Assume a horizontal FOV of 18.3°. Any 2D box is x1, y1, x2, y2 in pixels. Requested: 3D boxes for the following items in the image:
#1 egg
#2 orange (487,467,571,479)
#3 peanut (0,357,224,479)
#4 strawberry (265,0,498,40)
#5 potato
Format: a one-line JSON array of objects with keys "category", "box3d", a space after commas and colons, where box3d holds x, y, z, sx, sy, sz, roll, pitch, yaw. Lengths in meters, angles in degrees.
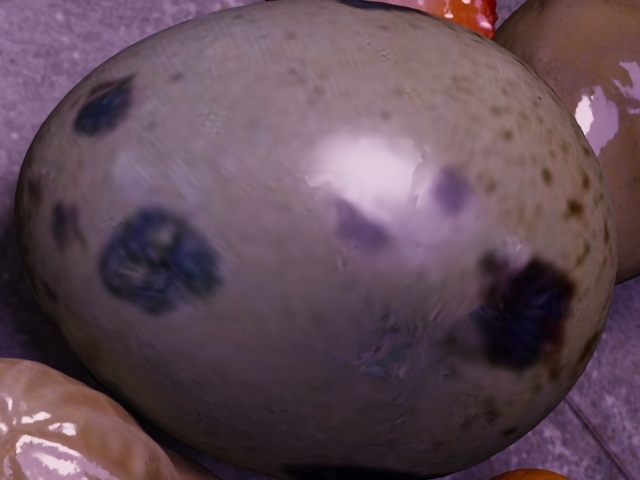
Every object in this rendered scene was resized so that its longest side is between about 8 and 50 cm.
[{"category": "egg", "box3d": [0.000, 0.000, 1.392, 0.428, 0.345, 0.345, 9, 70, -22]}, {"category": "orange", "box3d": [0.171, 0.245, 1.559, 0.136, 0.117, 0.135, 5, 78, -28]}, {"category": "peanut", "box3d": [-0.146, 0.189, 1.340, 0.313, 0.152, 0.152, 42, 56, -37]}, {"category": "strawberry", "box3d": [0.043, -0.138, 1.613, 0.190, 0.111, 0.236, 4, 95, -2]}, {"category": "potato", "box3d": [0.252, -0.111, 1.656, 0.326, 0.221, 0.243, -44, 102, -24]}]
